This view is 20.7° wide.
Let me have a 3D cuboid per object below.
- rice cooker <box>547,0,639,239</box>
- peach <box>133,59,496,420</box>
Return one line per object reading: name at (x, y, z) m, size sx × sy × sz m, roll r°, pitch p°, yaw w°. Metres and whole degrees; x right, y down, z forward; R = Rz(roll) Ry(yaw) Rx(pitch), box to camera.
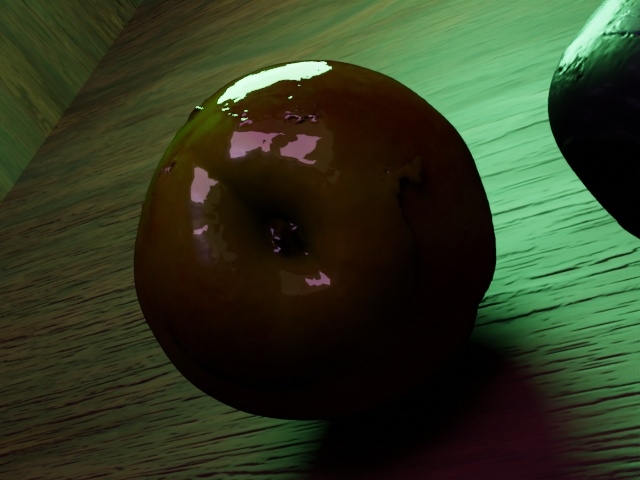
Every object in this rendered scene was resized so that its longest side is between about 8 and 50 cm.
rice cooker at (0.331, -0.116, 1.450) m, size 0.224 × 0.267 × 0.267 m, roll -51°, pitch 27°, yaw -19°
peach at (0.000, 0.000, 1.655) m, size 0.370 × 0.370 × 0.370 m, roll -32°, pitch 26°, yaw 18°
